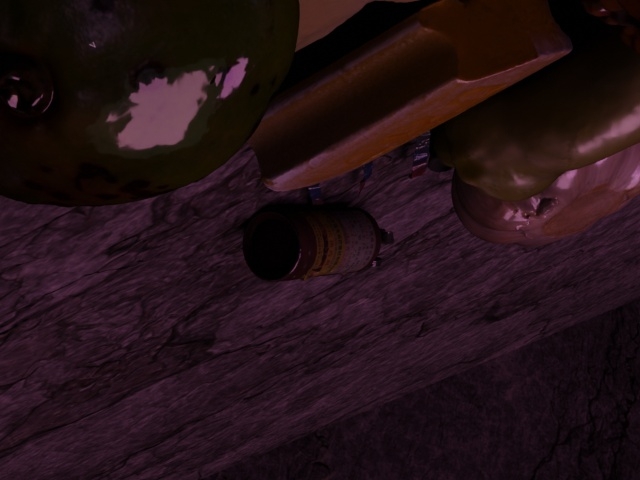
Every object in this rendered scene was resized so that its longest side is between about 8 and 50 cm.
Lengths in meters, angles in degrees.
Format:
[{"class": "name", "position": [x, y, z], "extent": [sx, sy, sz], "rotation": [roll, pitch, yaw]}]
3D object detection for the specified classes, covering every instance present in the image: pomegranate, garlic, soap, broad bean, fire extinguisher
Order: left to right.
[{"class": "pomegranate", "position": [-0.104, -0.123, 0.715], "extent": [0.202, 0.202, 0.248], "rotation": [-36, -169, 29]}, {"class": "fire extinguisher", "position": [0.004, -0.006, 1.518], "extent": [0.252, 0.106, 0.075], "rotation": [-6, 116, -57]}, {"class": "soap", "position": [0.065, -0.120, 1.082], "extent": [0.232, 0.073, 0.140], "rotation": [-27, 177, 30]}, {"class": "garlic", "position": [0.240, -0.085, 1.465], "extent": [0.227, 0.152, 0.228], "rotation": [-18, 162, -6]}, {"class": "broad bean", "position": [0.226, -0.144, 1.168], "extent": [0.291, 0.119, 0.238], "rotation": [-37, -159, 4]}]

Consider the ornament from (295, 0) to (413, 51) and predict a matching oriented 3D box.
[{"class": "ornament", "position": [0.023, -0.189, 0.914], "extent": [0.201, 0.059, 0.180], "rotation": [-25, 169, -5]}]

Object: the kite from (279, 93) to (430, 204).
[{"class": "kite", "position": [0.045, -0.099, 1.308], "extent": [0.204, 0.022, 0.360], "rotation": [-21, 164, -1]}]

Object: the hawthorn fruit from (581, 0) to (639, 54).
[{"class": "hawthorn fruit", "position": [0.295, -0.223, 0.947], "extent": [0.258, 0.258, 0.262], "rotation": [-9, 143, -51]}]

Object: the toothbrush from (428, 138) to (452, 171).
[{"class": "toothbrush", "position": [0.126, -0.131, 1.353], "extent": [0.030, 0.031, 0.297], "rotation": [-8, 162, -2]}]
